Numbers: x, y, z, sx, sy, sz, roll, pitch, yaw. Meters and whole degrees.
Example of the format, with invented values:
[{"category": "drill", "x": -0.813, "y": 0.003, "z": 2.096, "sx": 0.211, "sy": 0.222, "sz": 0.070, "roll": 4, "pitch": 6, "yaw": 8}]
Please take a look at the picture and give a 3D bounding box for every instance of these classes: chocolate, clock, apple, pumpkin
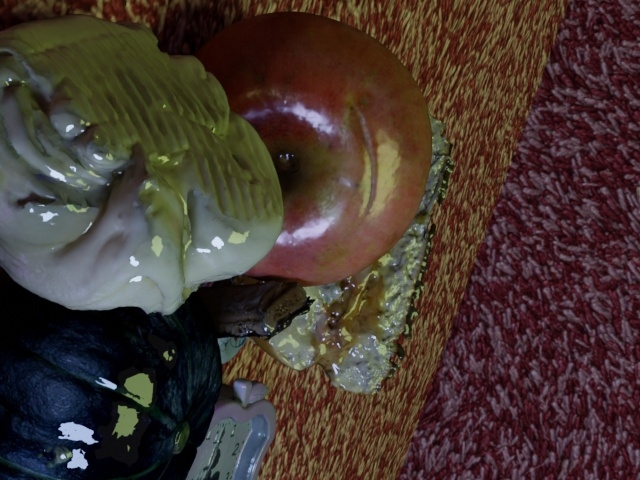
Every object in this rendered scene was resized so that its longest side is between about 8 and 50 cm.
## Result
[{"category": "chocolate", "x": -0.154, "y": 0.092, "z": 1.961, "sx": 0.102, "sy": 0.329, "sz": 0.065, "roll": -37, "pitch": 112, "yaw": -42}, {"category": "clock", "x": -0.195, "y": 0.359, "z": 2.367, "sx": 0.338, "sy": 0.102, "sz": 0.339, "roll": -51, "pitch": 152, "yaw": -40}, {"category": "apple", "x": -0.026, "y": -0.124, "z": 1.966, "sx": 0.364, "sy": 0.363, "sz": 0.364, "roll": -51, "pitch": 153, "yaw": -39}, {"category": "pumpkin", "x": -0.273, "y": 0.182, "z": 1.783, "sx": 0.363, "sy": 0.266, "sz": 0.363, "roll": 18, "pitch": 90, "yaw": -71}]

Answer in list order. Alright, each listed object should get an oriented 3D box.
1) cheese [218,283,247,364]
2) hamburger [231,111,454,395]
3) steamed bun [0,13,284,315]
[{"category": "cheese", "x": -0.169, "y": 0.145, "z": 2.278, "sx": 0.244, "sy": 0.062, "sz": 0.155, "roll": -27, "pitch": 136, "yaw": -59}, {"category": "hamburger", "x": 0.000, "y": 0.000, "z": 2.283, "sx": 0.287, "sy": 0.268, "sz": 0.446, "roll": -8, "pitch": -114, "yaw": 64}, {"category": "steamed bun", "x": -0.232, "y": -0.059, "z": 1.609, "sx": 0.247, "sy": 0.339, "sz": 0.352, "roll": -45, "pitch": 166, "yaw": 29}]
